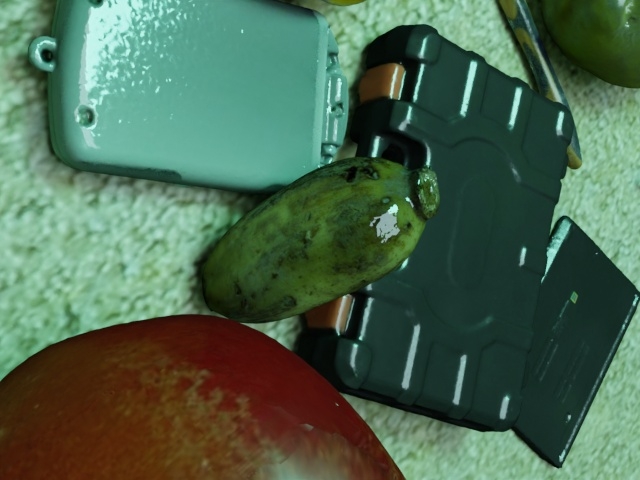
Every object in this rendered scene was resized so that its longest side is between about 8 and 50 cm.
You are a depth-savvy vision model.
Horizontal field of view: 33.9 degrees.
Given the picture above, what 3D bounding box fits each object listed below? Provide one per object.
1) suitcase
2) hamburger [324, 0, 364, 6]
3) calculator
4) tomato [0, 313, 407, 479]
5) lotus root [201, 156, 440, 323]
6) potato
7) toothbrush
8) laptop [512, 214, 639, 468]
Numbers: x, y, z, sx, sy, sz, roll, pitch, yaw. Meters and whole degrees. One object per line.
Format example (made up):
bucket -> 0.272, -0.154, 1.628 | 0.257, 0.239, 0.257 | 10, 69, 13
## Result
suitcase -> 0.099, -0.005, 0.830 | 0.206, 0.066, 0.286 | 22, 76, -35
hamburger -> 0.039, -0.255, 0.729 | 0.210, 0.173, 0.116 | -39, 80, -20
calculator -> -0.079, -0.105, 0.709 | 0.246, 0.045, 0.141 | 5, 86, -37
tomato -> -0.069, 0.208, 0.560 | 0.293, 0.289, 0.325 | -43, 120, -33
lotus root -> 0.000, 0.000, 0.712 | 0.080, 0.179, 0.089 | 43, 24, -53
potato -> 0.291, -0.218, 0.941 | 0.200, 0.137, 0.155 | -11, 65, -37
toothbrush -> 0.170, -0.206, 0.914 | 0.031, 0.023, 0.321 | -31, 107, -30
laptop -> 0.220, 0.090, 0.950 | 0.135, 0.016, 0.197 | 43, 65, -27
